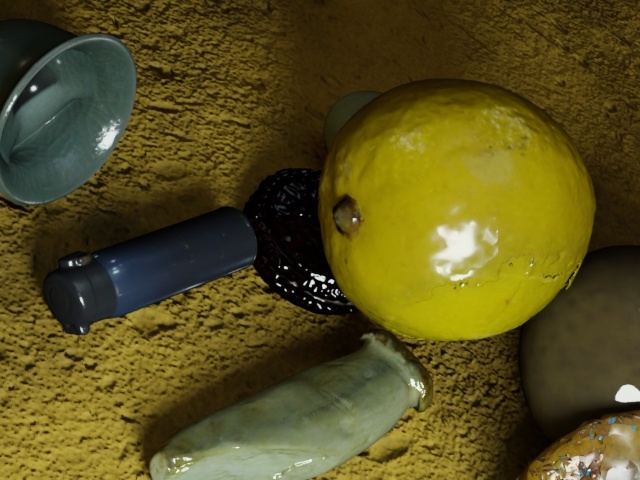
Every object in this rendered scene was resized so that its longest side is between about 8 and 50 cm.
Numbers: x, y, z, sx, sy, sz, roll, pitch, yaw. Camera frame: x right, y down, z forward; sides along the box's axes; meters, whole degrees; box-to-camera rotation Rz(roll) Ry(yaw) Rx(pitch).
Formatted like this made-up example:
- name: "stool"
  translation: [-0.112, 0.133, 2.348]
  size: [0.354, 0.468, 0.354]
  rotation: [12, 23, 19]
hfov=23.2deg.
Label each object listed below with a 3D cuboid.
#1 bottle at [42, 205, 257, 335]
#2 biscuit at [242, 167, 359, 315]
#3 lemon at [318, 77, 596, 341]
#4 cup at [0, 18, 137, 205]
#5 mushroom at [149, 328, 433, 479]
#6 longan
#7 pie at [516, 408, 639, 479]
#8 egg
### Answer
- name: "bottle"
  translation: [-0.173, 0.025, 1.598]
  size: [0.244, 0.072, 0.082]
  rotation: [-23, 108, -43]
- name: "biscuit"
  translation: [0.000, 0.000, 1.753]
  size: [0.194, 0.053, 0.194]
  rotation: [19, 45, -20]
- name: "lemon"
  translation: [0.141, -0.031, 1.635]
  size: [0.297, 0.297, 0.297]
  rotation: [18, 44, -19]
- name: "cup"
  translation: [-0.311, -0.157, 1.618]
  size: [0.150, 0.199, 0.199]
  rotation: [34, 38, 25]
- name: "mushroom"
  translation: [-0.018, 0.184, 1.552]
  size: [0.333, 0.087, 0.107]
  rotation: [-24, 63, -41]
- name: "longan"
  translation: [0.341, 0.131, 1.713]
  size: [0.258, 0.258, 0.258]
  rotation: [18, 44, -19]
- name: "pie"
  translation: [0.306, 0.301, 1.582]
  size: [0.273, 0.069, 0.273]
  rotation: [1, 86, -11]
- name: "egg"
  translation: [0.074, -0.114, 1.861]
  size: [0.152, 0.114, 0.114]
  rotation: [39, 41, 1]
